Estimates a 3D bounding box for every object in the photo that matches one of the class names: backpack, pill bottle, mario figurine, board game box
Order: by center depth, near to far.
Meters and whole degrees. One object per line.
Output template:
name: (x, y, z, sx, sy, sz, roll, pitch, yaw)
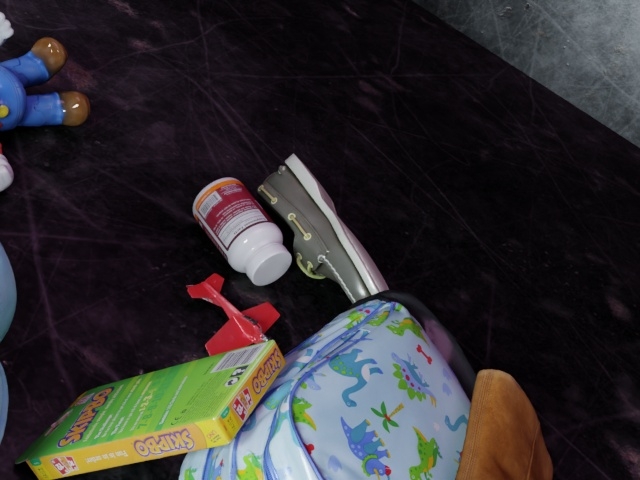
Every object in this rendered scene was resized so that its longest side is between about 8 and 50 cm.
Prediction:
board game box: (-0.165, 0.164, 0.801, 0.039, 0.259, 0.124, 65, 30, -16)
backpack: (0.029, 0.221, 0.839, 0.355, 0.273, 0.290, -22, 82, -35)
mario figurine: (-0.431, -0.186, 1.114, 0.198, 0.170, 0.320, 37, 32, 10)
pill bottle: (-0.108, -0.011, 1.181, 0.086, 0.086, 0.152, -9, 49, -43)

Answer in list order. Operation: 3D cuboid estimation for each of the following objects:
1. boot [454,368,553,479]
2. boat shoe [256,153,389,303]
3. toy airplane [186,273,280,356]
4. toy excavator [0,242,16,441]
boot: (0.171, 0.297, 0.757, 0.264, 0.096, 0.280, 59, 29, -14)
boat shoe: (0.002, 0.002, 1.239, 0.305, 0.091, 0.109, 57, 6, 34)
toy airplane: (-0.112, 0.094, 1.088, 0.151, 0.028, 0.151, 20, 32, -14)
toy excavator: (-0.335, -0.006, 0.587, 0.433, 0.445, 0.222, 52, 25, -22)
